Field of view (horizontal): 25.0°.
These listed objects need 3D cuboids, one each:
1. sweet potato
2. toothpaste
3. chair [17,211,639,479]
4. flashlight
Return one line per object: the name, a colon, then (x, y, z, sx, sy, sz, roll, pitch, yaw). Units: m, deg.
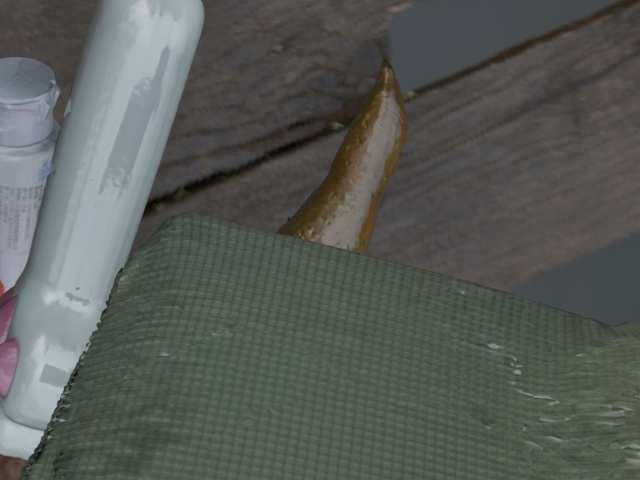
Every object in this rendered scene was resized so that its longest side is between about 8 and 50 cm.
sweet potato: (0.000, 0.000, 1.015, 0.067, 0.067, 0.274, 26, 93, -20)
toothpaste: (-0.201, -0.012, 0.986, 0.057, 0.089, 0.234, 12, 129, 8)
chair: (0.115, 0.037, 0.317, 0.319, 0.160, 0.186, 23, 128, -6)
flashlight: (-0.095, -0.012, 0.575, 0.047, 0.093, 0.200, 17, 95, -16)
